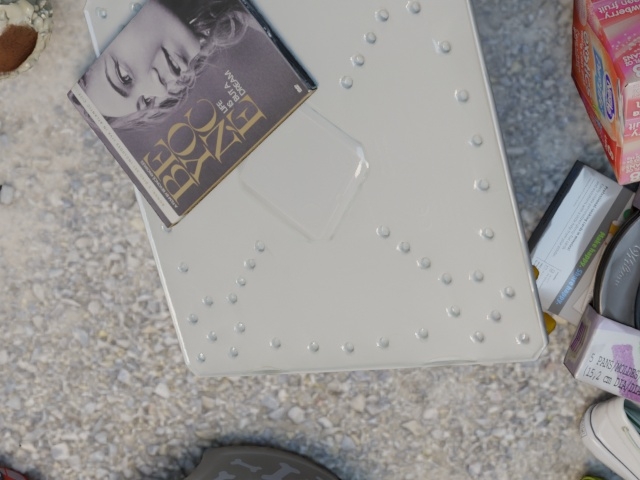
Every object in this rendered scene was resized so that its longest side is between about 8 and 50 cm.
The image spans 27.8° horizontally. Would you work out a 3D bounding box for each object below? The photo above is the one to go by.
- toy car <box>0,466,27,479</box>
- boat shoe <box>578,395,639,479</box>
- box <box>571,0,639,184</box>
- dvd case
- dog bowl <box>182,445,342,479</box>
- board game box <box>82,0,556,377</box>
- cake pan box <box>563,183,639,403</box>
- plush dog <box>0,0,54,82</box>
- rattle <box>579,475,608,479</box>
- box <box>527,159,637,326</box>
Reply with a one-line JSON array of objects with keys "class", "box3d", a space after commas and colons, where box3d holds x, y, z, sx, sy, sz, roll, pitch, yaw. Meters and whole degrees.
[{"class": "toy car", "box3d": [-0.401, 0.207, 1.321, 0.239, 0.053, 0.225, -5, 102, 1]}, {"class": "boat shoe", "box3d": [0.366, 0.237, 1.298, 0.226, 0.083, 0.076, 33, 144, -6]}, {"class": "box", "box3d": [0.389, -0.176, 1.152, 0.300, 0.154, 0.142, -14, 143, -1]}, {"class": "dvd case", "box3d": [-0.123, -0.135, 1.174, 0.221, 0.018, 0.164, -40, 85, 36]}, {"class": "dog bowl", "box3d": [-0.079, 0.386, 1.287, 0.349, 0.102, 0.348, -1, 95, -15]}, {"class": "board game box", "box3d": [-0.006, -0.071, 1.169, 0.390, 0.050, 0.390, -7, 104, 33]}, {"class": "cake pan box", "box3d": [0.393, 0.058, 1.242, 0.267, 0.070, 0.245, 22, 98, -4]}, {"class": "plush dog", "box3d": [-0.366, -0.288, 1.171, 0.262, 0.211, 0.225, 22, 87, -33]}, {"class": "rattle", "box3d": [0.308, 0.345, 1.298, 0.200, 0.130, 0.142, 41, 89, 8]}, {"class": "box", "box3d": [0.300, 0.028, 1.288, 0.186, 0.038, 0.145, 29, 100, -7]}]
